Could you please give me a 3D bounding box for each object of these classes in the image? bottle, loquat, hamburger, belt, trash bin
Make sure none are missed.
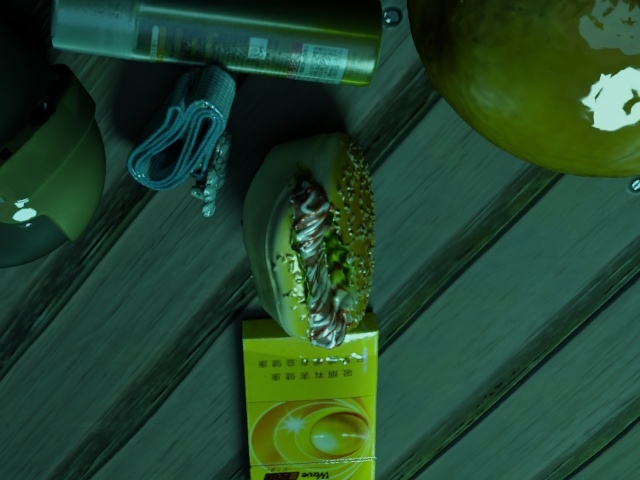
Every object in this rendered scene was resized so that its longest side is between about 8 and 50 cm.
[{"bbox_3d":[-0.092,-0.191,1.072,0.286,0.082,0.082,5,127,-9],"label":"bottle"},{"bbox_3d":[0.224,-0.207,0.942,0.328,0.328,0.328,-2,128,-3],"label":"loquat"},{"bbox_3d":[0.000,0.000,1.175,0.116,0.173,0.210,7,130,21],"label":"hamburger"},{"bbox_3d":[-0.112,-0.093,1.118,0.100,0.065,0.179,26,152,-12],"label":"belt"},{"bbox_3d":[-0.325,-0.113,1.032,0.214,0.214,0.334,-29,121,17],"label":"trash bin"}]

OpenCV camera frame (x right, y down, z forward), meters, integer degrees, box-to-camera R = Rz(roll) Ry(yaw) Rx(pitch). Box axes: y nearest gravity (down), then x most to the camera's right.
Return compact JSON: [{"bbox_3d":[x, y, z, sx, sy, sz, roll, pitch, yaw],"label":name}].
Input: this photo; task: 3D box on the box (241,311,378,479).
[{"bbox_3d":[-0.010,0.199,1.401,0.152,0.043,0.269,-2,127,-3],"label":"box"}]
